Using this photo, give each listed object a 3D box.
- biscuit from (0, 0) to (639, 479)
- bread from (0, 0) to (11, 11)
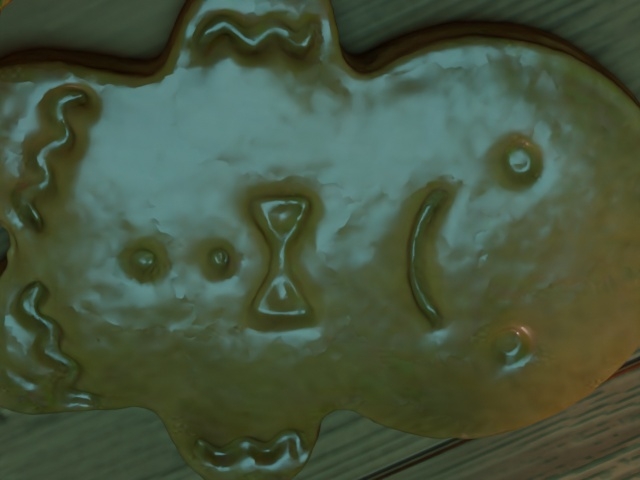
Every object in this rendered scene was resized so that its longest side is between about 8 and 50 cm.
[{"bbox_3d":[0.000,0.001,0.873,0.354,0.052,0.275,3,112,-5],"label":"biscuit"},{"bbox_3d":[-0.211,-0.102,0.668,0.143,0.333,0.324,32,102,-18],"label":"bread"}]
